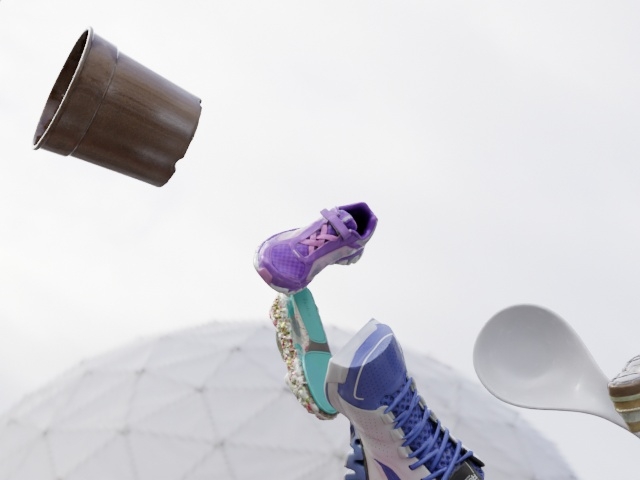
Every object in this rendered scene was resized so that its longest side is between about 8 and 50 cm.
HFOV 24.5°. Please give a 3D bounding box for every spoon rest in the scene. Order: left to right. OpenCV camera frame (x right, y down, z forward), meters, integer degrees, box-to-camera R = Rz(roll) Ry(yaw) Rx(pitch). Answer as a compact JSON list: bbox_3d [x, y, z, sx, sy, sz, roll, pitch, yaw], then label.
[{"bbox_3d":[0.329,0.184,1.927,0.276,0.137,0.084,30,-4,12],"label":"spoon rest"}]

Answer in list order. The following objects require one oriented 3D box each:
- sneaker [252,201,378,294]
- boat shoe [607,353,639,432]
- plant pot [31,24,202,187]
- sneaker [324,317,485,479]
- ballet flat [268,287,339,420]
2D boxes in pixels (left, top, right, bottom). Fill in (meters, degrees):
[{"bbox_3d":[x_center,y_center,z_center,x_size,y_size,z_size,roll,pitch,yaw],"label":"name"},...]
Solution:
[{"bbox_3d":[0.000,0.000,2.177,0.095,0.236,0.104,55,-46,9],"label":"sneaker"},{"bbox_3d":[0.382,0.175,1.705,0.068,0.190,0.072,-13,-86,36],"label":"boat shoe"},{"bbox_3d":[-0.243,-0.153,1.807,0.165,0.167,0.167,24,-24,-17],"label":"plant pot"},{"bbox_3d":[0.122,0.250,1.896,0.182,0.127,0.315,22,-39,32],"label":"sneaker"},{"bbox_3d":[-0.025,0.177,2.216,0.091,0.241,0.077,17,-45,-36],"label":"ballet flat"}]
